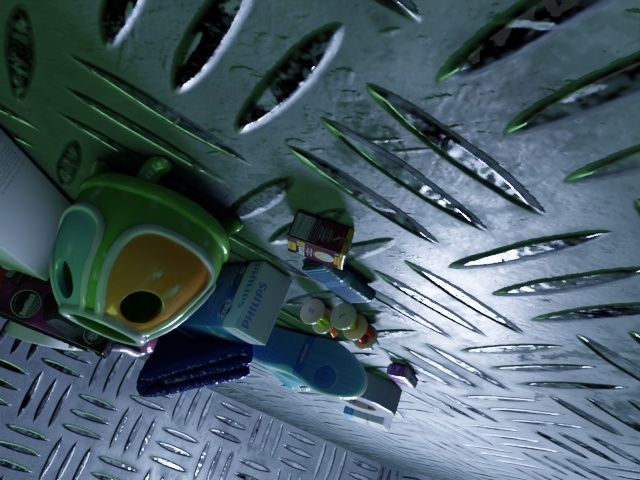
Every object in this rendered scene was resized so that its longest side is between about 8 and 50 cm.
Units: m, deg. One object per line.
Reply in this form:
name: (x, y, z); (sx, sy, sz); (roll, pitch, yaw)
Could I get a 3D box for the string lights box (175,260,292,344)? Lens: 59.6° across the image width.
string lights box: (-0.183, 0.117, 1.064); (0.259, 0.133, 0.076); (-6, 144, 48)

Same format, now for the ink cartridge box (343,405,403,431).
ink cartridge box: (0.178, 0.589, 1.877); (0.180, 0.060, 0.104); (10, 154, 25)

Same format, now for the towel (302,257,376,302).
towel: (0.031, 0.061, 0.890); (0.119, 0.029, 0.067); (37, 153, -31)

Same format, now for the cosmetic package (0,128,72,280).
cosmetic package: (-0.590, -0.088, 0.939); (0.196, 0.155, 0.365); (17, 157, 12)

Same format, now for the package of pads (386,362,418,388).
package of pads: (0.192, 0.316, 1.306); (0.050, 0.032, 0.083); (4, 151, 32)

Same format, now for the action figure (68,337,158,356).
action figure: (-0.379, 0.259, 1.403); (0.248, 0.276, 0.370); (-2, 135, 31)

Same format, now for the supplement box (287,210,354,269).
supplement box: (0.000, 0.000, 0.766); (0.083, 0.043, 0.055); (19, 157, 7)

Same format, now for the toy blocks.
toy blocks: (0.045, 0.171, 1.088); (0.123, 0.054, 0.148); (4, 152, 34)

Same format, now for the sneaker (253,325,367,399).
sneaker: (-0.005, 0.319, 1.372); (0.319, 0.127, 0.208); (18, 157, 32)

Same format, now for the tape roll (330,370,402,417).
tape roll: (0.111, 0.417, 1.548); (0.219, 0.072, 0.219); (17, 157, 8)

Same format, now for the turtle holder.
turtle holder: (-0.300, 0.022, 0.837); (0.320, 0.228, 0.243); (11, 156, 22)

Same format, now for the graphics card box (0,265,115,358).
graphics card box: (-0.567, 0.069, 1.166); (0.370, 0.233, 0.094); (25, 156, -7)

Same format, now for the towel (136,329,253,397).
towel: (-0.243, 0.233, 1.166); (0.227, 0.076, 0.308); (-17, -172, -4)

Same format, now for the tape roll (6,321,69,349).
tape roll: (-0.828, 0.232, 1.754); (0.246, 0.169, 0.246); (14, 172, 2)
